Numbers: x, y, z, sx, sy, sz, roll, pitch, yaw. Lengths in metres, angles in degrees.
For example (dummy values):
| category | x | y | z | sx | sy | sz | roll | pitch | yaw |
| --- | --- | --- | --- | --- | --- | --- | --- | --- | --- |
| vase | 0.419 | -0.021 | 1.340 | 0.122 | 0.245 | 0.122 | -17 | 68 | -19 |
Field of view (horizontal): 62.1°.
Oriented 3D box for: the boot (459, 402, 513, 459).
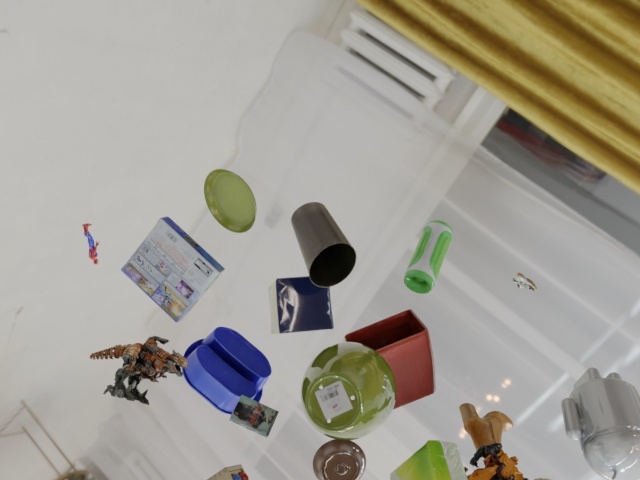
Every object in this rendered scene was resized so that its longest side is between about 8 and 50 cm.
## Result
| category | x | y | z | sx | sy | sz | roll | pitch | yaw |
| --- | --- | --- | --- | --- | --- | --- | --- | --- | --- |
| boot | 0.650 | 0.744 | 1.998 | 0.295 | 0.211 | 0.104 | 27 | 118 | -26 |

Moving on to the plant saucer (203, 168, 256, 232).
| category | x | y | z | sx | sy | sz | roll | pitch | yaw |
| --- | --- | --- | --- | --- | --- | --- | --- | --- | --- |
| plant saucer | -0.309 | -0.142 | 1.864 | 0.037 | 0.241 | 0.241 | -36 | 157 | -46 |

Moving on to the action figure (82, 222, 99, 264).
| category | x | y | z | sx | sy | sz | roll | pitch | yaw |
| --- | --- | --- | --- | --- | --- | --- | --- | --- | --- |
| action figure | -0.626 | 0.011 | 1.457 | 0.030 | 0.038 | 0.115 | -16 | 107 | -44 |

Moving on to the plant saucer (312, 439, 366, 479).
| category | x | y | z | sx | sy | sz | roll | pitch | yaw |
| --- | --- | --- | --- | --- | --- | --- | --- | --- | --- |
| plant saucer | 0.071 | 0.821 | 1.935 | 0.198 | 0.199 | 0.036 | -52 | -172 | 5 |

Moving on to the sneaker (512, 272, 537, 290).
| category | x | y | z | sx | sy | sz | roll | pitch | yaw |
| --- | --- | --- | --- | --- | --- | --- | --- | --- | --- |
| sneaker | 0.597 | 0.127 | 1.557 | 0.037 | 0.083 | 0.032 | -50 | -167 | 24 |

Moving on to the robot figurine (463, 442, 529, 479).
| category | x | y | z | sx | sy | sz | roll | pitch | yaw |
| --- | --- | --- | --- | --- | --- | --- | --- | --- | --- |
| robot figurine | 0.532 | 0.795 | 1.715 | 0.291 | 0.211 | 0.085 | -31 | 168 | -24 |

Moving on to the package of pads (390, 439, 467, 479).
| category | x | y | z | sx | sy | sz | roll | pitch | yaw |
| --- | --- | --- | --- | --- | --- | --- | --- | --- | --- |
| package of pads | 0.277 | 0.667 | 1.279 | 0.101 | 0.296 | 0.229 | 9 | 136 | -20 |

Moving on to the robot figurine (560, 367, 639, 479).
| category | x | y | z | sx | sy | sz | roll | pitch | yaw |
| --- | --- | --- | --- | --- | --- | --- | --- | --- | --- |
| robot figurine | 0.858 | 0.550 | 1.560 | 0.353 | 0.300 | 0.199 | -79 | 179 | -51 |

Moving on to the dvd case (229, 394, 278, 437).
| category | x | y | z | sx | sy | sz | roll | pitch | yaw |
| --- | --- | --- | --- | --- | --- | --- | --- | --- | --- |
| dvd case | -0.187 | 0.496 | 1.506 | 0.087 | 0.119 | 0.013 | -62 | 176 | -51 |

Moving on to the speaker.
| category | x | y | z | sx | sy | sz | roll | pitch | yaw |
| --- | --- | --- | --- | --- | --- | --- | --- | --- | --- |
| speaker | 0.419 | 0.059 | 2.050 | 0.131 | 0.131 | 0.296 | 103 | 14 | -54 |

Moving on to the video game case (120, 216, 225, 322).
| category | x | y | z | sx | sy | sz | roll | pitch | yaw |
| --- | --- | --- | --- | --- | --- | --- | --- | --- | --- |
| video game case | -0.499 | 0.098 | 1.796 | 0.244 | 0.269 | 0.061 | -48 | 176 | 14 |

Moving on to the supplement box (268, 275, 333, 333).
| category | x | y | z | sx | sy | sz | roll | pitch | yaw |
| --- | --- | --- | --- | --- | --- | --- | --- | --- | --- |
| supplement box | -0.083 | 0.248 | 2.000 | 0.195 | 0.194 | 0.356 | -3 | 171 | -11 |

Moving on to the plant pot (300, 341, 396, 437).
| category | x | y | z | sx | sy | sz | roll | pitch | yaw |
| --- | --- | --- | --- | --- | --- | --- | --- | --- | --- |
| plant pot | 0.054 | 0.410 | 1.409 | 0.275 | 0.275 | 0.293 | -50 | 165 | 0 |

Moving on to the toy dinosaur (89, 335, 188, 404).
| category | x | y | z | sx | sy | sz | roll | pitch | yaw |
| --- | --- | --- | --- | --- | --- | --- | --- | --- | --- |
| toy dinosaur | -0.604 | 0.419 | 1.763 | 0.164 | 0.322 | 0.218 | 41 | 56 | -51 |

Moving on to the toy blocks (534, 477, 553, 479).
| category | x | y | z | sx | sy | sz | roll | pitch | yaw |
| --- | --- | --- | --- | --- | --- | --- | --- | --- | --- |
| toy blocks | 0.571 | 0.876 | 1.585 | 0.260 | 0.289 | 0.309 | -38 | -146 | 46 |

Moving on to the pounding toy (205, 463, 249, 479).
| category | x | y | z | sx | sy | sz | roll | pitch | yaw |
| --- | --- | --- | --- | --- | --- | --- | --- | --- | --- |
| pounding toy | -0.181 | 0.590 | 1.218 | 0.100 | 0.141 | 0.130 | -34 | 158 | -1 |

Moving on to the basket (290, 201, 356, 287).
| category | x | y | z | sx | sy | sz | roll | pitch | yaw |
| --- | --- | --- | --- | --- | --- | --- | --- | --- | --- |
| basket | 0.000 | 0.000 | 1.681 | 0.154 | 0.227 | 0.204 | -12 | 139 | -16 |

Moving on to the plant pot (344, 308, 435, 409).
| category | x | y | z | sx | sy | sz | roll | pitch | yaw |
| --- | --- | --- | --- | --- | --- | --- | --- | --- | --- |
| plant pot | 0.259 | 0.422 | 1.843 | 0.267 | 0.235 | 0.267 | -23 | -172 | 1 |

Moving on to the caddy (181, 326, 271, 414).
| category | x | y | z | sx | sy | sz | roll | pitch | yaw |
| --- | --- | --- | --- | --- | --- | --- | --- | --- | --- |
| caddy | -0.354 | 0.493 | 1.997 | 0.179 | 0.341 | 0.241 | -52 | 177 | 42 |
